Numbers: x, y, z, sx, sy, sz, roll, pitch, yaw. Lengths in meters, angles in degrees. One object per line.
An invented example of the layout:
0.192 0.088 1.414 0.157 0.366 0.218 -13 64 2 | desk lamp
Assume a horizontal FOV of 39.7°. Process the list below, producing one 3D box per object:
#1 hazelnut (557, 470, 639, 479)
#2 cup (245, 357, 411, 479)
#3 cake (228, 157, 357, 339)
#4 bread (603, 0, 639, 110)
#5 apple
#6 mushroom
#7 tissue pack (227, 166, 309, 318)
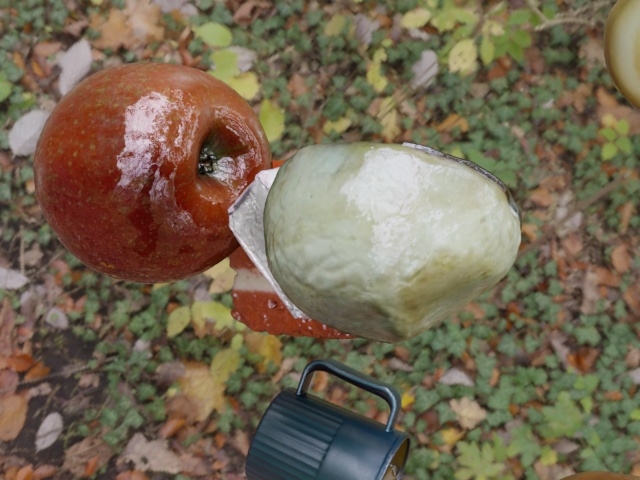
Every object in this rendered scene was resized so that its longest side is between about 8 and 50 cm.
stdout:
0.474 0.547 1.342 0.359 0.359 0.409 -18 70 -46 | hazelnut
0.018 0.442 1.874 0.292 0.308 0.242 20 33 19 | cup
0.000 0.000 1.647 0.269 0.269 0.320 -21 110 -65 | cake
0.647 -0.345 1.487 0.333 0.333 0.160 39 33 -7 | bread
-0.246 -0.104 1.344 0.348 0.276 0.349 1 88 -52 | apple
0.069 0.010 0.914 0.266 0.189 0.164 23 63 -8 | mushroom
0.030 -0.016 1.248 0.271 0.124 0.201 -17 61 -48 | tissue pack
